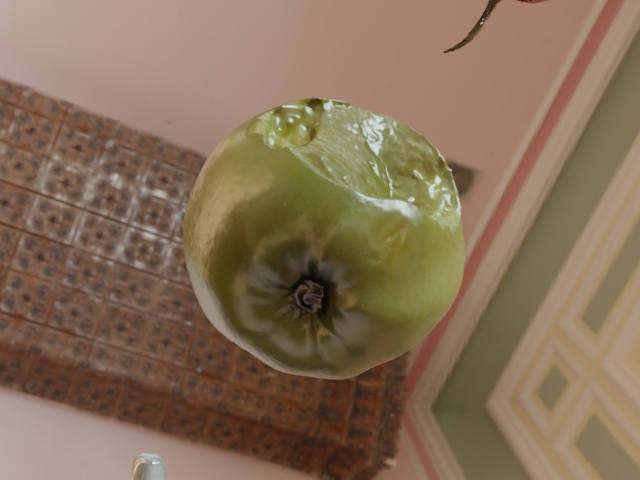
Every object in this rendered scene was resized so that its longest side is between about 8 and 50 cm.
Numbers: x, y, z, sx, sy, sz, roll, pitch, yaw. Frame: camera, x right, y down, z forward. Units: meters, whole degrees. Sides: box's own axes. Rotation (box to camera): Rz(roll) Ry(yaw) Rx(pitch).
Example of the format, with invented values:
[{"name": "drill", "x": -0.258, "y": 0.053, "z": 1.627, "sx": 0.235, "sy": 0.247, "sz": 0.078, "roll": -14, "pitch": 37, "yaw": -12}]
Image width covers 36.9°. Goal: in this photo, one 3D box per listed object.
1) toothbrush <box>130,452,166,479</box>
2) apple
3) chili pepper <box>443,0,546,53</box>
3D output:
[{"name": "toothbrush", "x": -0.071, "y": 0.219, "z": 0.395, "sx": 0.018, "sy": 0.024, "sz": 0.257, "roll": -13, "pitch": -106, "yaw": 50}, {"name": "apple", "x": 0.000, "y": 0.000, "z": 0.900, "sx": 0.279, "sy": 0.279, "sz": 0.279, "roll": -55, "pitch": -157, "yaw": 38}, {"name": "chili pepper", "x": 0.116, "y": -0.176, "z": 0.538, "sx": 0.192, "sy": 0.086, "sz": 0.084, "roll": -59, "pitch": -171, "yaw": -16}]
